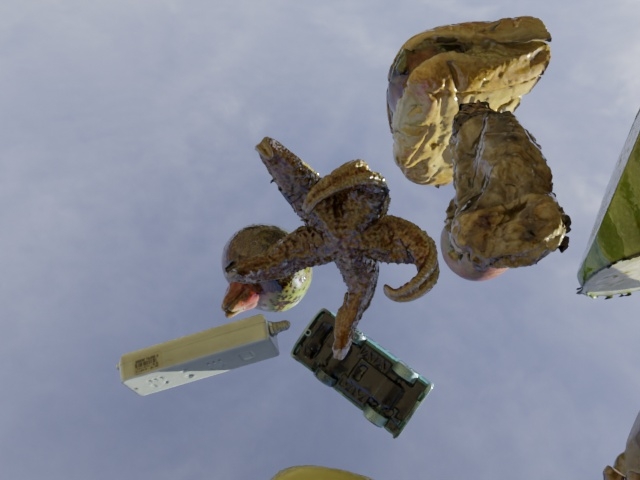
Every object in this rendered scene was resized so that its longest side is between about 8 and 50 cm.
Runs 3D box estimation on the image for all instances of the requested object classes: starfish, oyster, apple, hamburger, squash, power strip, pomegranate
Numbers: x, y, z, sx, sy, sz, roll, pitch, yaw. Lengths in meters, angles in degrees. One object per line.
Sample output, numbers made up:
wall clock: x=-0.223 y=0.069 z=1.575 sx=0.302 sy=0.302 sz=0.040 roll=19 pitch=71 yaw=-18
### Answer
starfish: x=-0.001 y=0.000 z=0.519 sx=0.146 sy=0.190 sz=0.074 roll=-34 pitch=-162 yaw=22
oyster: x=0.197 y=-0.088 z=0.748 sx=0.129 sy=0.078 sz=0.345 roll=-21 pitch=-144 yaw=20
apple: x=0.406 y=0.009 z=1.608 sx=0.174 sy=0.188 sz=0.188 roll=-19 pitch=-138 yaw=-25
hamburger: x=0.202 y=-0.250 z=1.055 sx=0.209 sy=0.330 sz=0.162 roll=9 pitch=-131 yaw=-29
squash: x=0.379 y=-0.077 z=0.795 sx=0.189 sy=0.189 sz=0.260 roll=-7 pitch=-113 yaw=-7
power strip: x=-0.214 y=0.212 z=1.182 sx=0.338 sy=0.098 sz=0.058 roll=-17 pitch=-124 yaw=1
pomegranate: x=-0.140 y=0.079 z=1.404 sx=0.214 sy=0.214 sz=0.248 roll=23 pitch=-133 yaw=26

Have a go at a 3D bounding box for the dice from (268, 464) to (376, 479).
dice: x=0.011 y=0.359 z=0.677 sx=0.166 sy=0.169 sz=0.169 roll=4 pitch=-137 yaw=22

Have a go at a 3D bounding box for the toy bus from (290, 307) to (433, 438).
toy bus: x=0.083 y=0.251 z=1.225 sx=0.256 sy=0.147 sz=0.128 roll=35 pitch=-91 yaw=18

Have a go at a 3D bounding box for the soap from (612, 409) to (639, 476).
soap: x=0.447 y=0.213 z=0.683 sx=0.169 sy=0.304 sz=0.339 roll=29 pitch=-178 yaw=25

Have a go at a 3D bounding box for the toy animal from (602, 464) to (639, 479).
toy animal: x=0.179 y=0.297 z=0.486 sx=0.225 sy=0.284 sz=0.302 roll=10 pitch=-118 yaw=51
